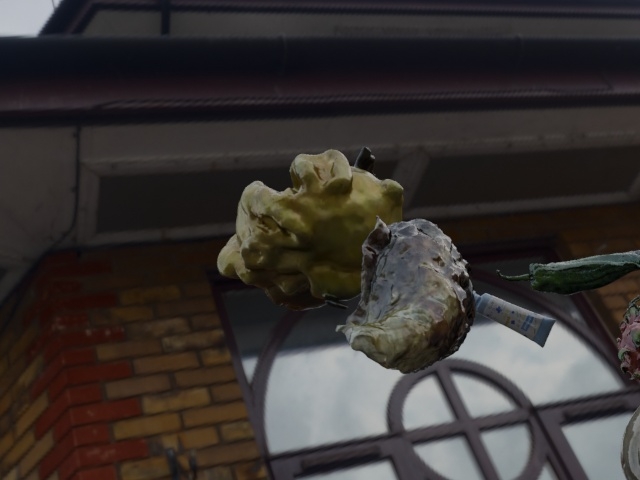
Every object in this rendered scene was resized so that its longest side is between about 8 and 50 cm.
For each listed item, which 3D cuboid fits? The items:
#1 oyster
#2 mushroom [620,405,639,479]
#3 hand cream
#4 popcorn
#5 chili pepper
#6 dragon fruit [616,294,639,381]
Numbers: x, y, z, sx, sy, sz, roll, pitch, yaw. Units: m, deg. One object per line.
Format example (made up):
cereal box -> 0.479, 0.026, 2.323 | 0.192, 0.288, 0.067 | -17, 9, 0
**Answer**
oyster -> 0.136, 0.068, 1.177 | 0.275, 0.271, 0.100 | 15, -48, -30
mushroom -> 0.717, 0.407, 1.606 | 0.293, 0.292, 0.290 | -35, -82, 15
hand cream -> 0.370, 0.147, 1.734 | 0.065, 0.171, 0.043 | -61, -14, -17
popcorn -> 0.000, 0.000, 1.453 | 0.297, 0.281, 0.316 | 9, -43, -22
chili pepper -> 0.467, 0.060, 1.591 | 0.279, 0.065, 0.122 | -10, -14, 20
dragon fruit -> 0.753, 0.225, 2.028 | 0.137, 0.235, 0.135 | 4, -42, 19
